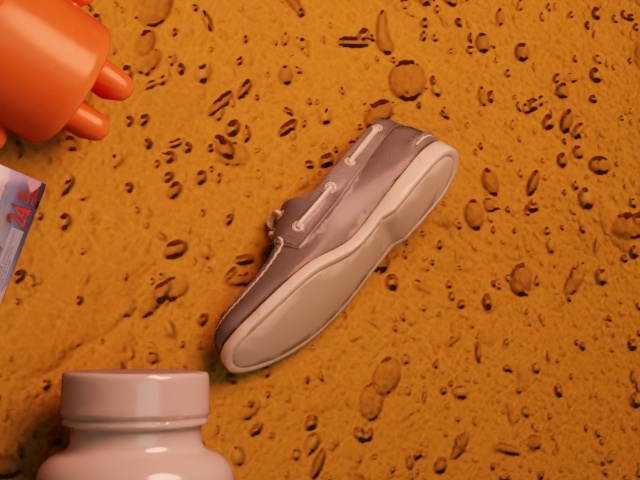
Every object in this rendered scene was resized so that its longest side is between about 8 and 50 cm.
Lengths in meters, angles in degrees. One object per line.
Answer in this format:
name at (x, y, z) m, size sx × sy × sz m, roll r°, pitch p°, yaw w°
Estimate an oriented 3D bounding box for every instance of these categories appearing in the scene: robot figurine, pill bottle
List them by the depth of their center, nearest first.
robot figurine at (-0.271, -0.171, 1.219) m, size 0.219 × 0.158 × 0.128 m, roll 32°, pitch 33°, yaw -23°
pill bottle at (-0.162, 0.274, 1.224) m, size 0.176 × 0.176 × 0.318 m, roll 1°, pitch 86°, yaw -28°

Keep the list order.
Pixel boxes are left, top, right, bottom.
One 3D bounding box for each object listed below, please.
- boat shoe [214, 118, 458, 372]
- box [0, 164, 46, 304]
boat shoe at (0.000, 0.000, 1.389) m, size 0.099 × 0.116 × 0.319 m, roll 38°, pitch 73°, yaw 25°
box at (-0.354, 0.028, 1.209) m, size 0.159 × 0.044 × 0.233 m, roll 24°, pitch 76°, yaw -25°
